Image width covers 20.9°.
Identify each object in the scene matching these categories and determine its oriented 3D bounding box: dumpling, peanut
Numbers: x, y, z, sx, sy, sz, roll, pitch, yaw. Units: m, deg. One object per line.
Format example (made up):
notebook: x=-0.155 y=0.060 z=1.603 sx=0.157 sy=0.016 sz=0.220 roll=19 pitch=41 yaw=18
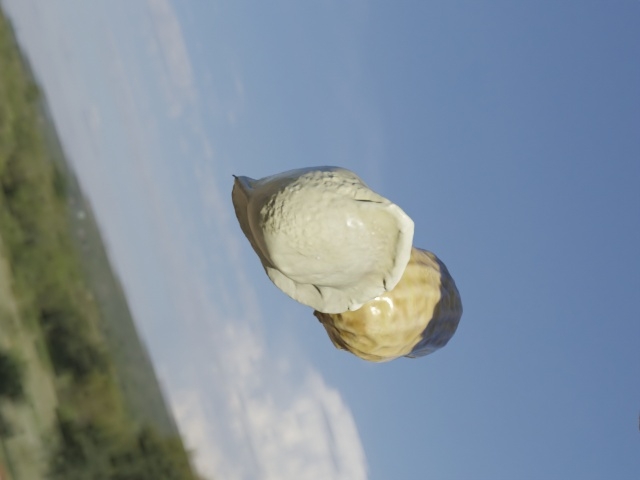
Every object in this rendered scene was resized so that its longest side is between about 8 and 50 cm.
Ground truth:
dumpling: x=0.004 y=0.000 z=1.813 sx=0.126 sy=0.216 sz=0.166 roll=-71 pitch=149 yaw=-58
peanut: x=0.081 y=0.074 z=2.011 sx=0.140 sy=0.153 sz=0.325 roll=58 pitch=5 yaw=12

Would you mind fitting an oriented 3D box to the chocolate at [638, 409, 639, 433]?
chocolate: x=0.459 y=0.226 z=2.032 sx=0.177 sy=0.176 sz=0.177 roll=163 pitch=-90 yaw=-81
